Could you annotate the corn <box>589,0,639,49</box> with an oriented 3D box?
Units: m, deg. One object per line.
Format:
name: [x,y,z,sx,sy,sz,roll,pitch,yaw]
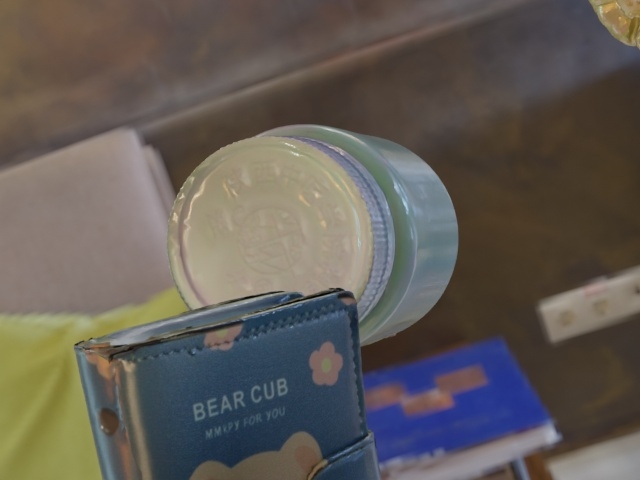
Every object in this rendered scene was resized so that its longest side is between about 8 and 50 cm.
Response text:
corn: [0.311,-0.247,1.194,0.305,0.123,0.122,-37,4,-20]

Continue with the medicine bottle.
medicine bottle: [0.000,0.000,1.038,0.139,0.139,0.225,-15,-3,14]

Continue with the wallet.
wallet: [-0.029,0.128,0.742,0.141,0.202,0.059,-15,6,-39]
